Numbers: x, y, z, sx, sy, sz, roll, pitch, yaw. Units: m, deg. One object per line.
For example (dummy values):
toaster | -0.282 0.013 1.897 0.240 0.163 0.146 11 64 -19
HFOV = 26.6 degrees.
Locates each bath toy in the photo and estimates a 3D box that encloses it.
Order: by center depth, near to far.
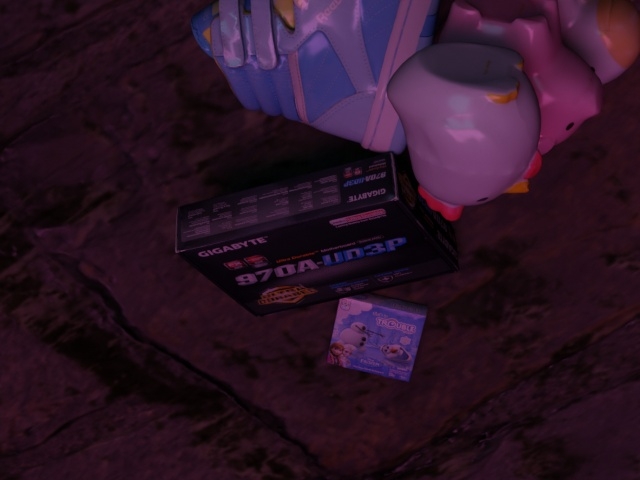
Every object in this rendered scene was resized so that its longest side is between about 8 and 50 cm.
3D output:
bath toy | 0.154 -0.130 1.030 0.151 0.348 0.129 17 127 15

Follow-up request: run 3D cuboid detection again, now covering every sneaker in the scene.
sneaker | -0.001 -0.223 1.131 0.208 0.127 0.319 11 124 2

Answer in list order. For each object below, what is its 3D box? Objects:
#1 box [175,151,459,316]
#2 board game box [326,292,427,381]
box | 0.000 0.000 1.277 0.220 0.051 0.175 -13 152 19
board game box | 0.057 0.098 1.398 0.090 0.020 0.090 12 124 3
